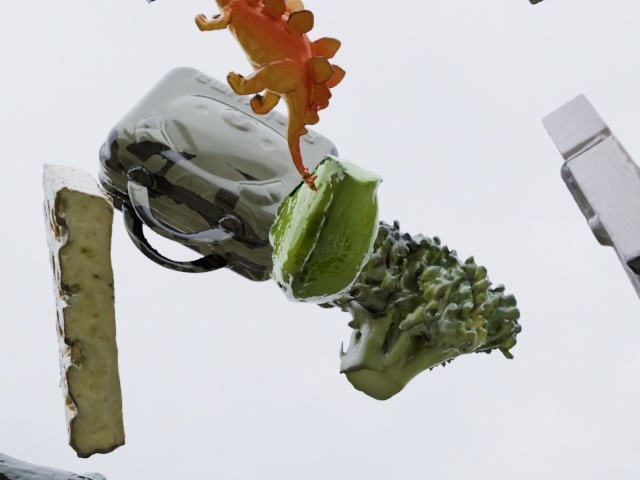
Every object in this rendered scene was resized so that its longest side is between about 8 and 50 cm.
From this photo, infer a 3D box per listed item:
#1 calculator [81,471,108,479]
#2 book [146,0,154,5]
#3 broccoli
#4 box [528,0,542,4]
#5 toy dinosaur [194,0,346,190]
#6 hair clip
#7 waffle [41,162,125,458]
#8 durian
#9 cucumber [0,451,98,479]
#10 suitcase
[{"bbox_3d":[-0.256,0.366,1.206,0.045,0.246,0.141,-10,-64,5],"label":"calculator"},{"bbox_3d":[-0.274,-0.533,1.423,0.039,0.300,0.428,-25,-11,-15],"label":"book"},{"bbox_3d":[0.147,0.104,1.759,0.324,0.272,0.334,-37,-65,25],"label":"broccoli"},{"bbox_3d":[0.249,-0.370,1.228,0.115,0.036,0.177,-30,-64,9],"label":"box"},{"bbox_3d":[-0.036,-0.184,1.121,0.117,0.070,0.288,-25,-70,16],"label":"toy dinosaur"},{"bbox_3d":[0.316,-0.045,1.164,0.085,0.331,0.101,-36,-60,15],"label":"hair clip"},{"bbox_3d":[-0.228,0.056,1.046,0.055,0.221,0.248,-5,-79,-15],"label":"waffle"},{"bbox_3d":[0.000,0.000,1.274,0.101,0.139,0.250,8,-39,-16],"label":"durian"},{"bbox_3d":[-0.307,0.249,1.126,0.284,0.056,0.056,15,-44,19],"label":"cucumber"},{"bbox_3d":[-0.166,-0.095,1.719,0.351,0.339,0.194,28,-45,6],"label":"suitcase"}]
